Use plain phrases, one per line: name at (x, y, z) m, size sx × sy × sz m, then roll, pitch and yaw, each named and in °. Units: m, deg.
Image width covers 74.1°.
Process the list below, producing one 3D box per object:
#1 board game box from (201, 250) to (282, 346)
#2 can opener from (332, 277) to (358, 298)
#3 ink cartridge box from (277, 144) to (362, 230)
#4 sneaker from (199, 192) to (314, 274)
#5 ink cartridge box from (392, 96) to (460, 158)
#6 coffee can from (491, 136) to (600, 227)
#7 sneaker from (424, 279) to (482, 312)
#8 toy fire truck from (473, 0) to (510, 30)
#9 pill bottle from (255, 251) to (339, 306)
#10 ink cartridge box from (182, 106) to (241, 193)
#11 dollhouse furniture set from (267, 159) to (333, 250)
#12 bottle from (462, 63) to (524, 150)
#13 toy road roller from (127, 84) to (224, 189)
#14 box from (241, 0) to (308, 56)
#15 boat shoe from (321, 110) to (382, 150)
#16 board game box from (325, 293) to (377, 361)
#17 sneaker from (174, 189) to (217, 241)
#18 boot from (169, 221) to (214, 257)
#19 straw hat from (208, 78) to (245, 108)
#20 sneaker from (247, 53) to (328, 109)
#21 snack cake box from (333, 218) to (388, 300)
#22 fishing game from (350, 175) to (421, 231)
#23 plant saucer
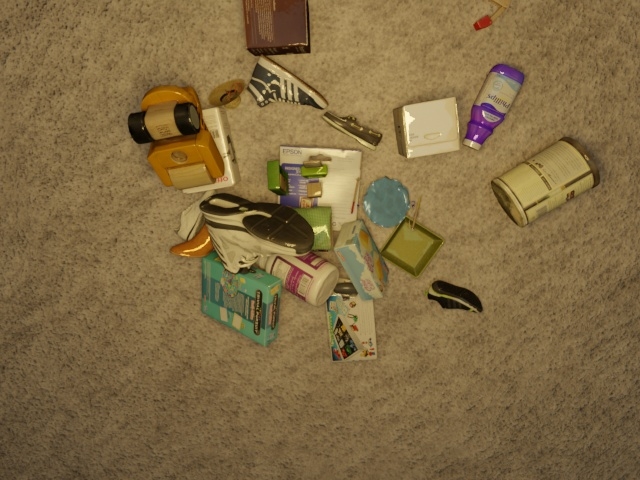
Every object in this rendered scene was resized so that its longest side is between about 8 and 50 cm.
board game box at (-0.306, 0.213, 1.604) m, size 0.336 × 0.079 × 0.254 m, roll 20°, pitch 116°, yaw 28°
can opener at (0.016, 0.162, 1.649) m, size 0.283 × 0.095 × 0.076 m, roll 10°, pitch 64°, yaw 4°
ink cartridge box at (-0.006, -0.193, 1.585) m, size 0.303 × 0.072 × 0.308 m, roll 5°, pitch 103°, yaw 2°
sneaker at (-0.202, 0.012, 1.432) m, size 0.447 × 0.169 × 0.258 m, roll 20°, pitch 133°, yaw 29°
ink cartridge box at (0.351, -0.380, 1.433) m, size 0.171 × 0.233 × 0.168 m, roll -10°, pitch 105°, yaw 4°
coffee can at (0.776, -0.201, 1.482) m, size 0.275 × 0.201 × 0.202 m, roll -31°, pitch 102°, yaw 10°
sneaker at (0.526, 0.234, 1.687) m, size 0.234 × 0.084 × 0.097 m, roll 25°, pitch 129°, yaw -4°
toy fire truck at (0.584, -0.807, 1.405) m, size 0.192 × 0.047 × 0.135 m, roll -29°, pitch 103°, yaw 8°
pill bottle at (-0.095, 0.104, 1.575) m, size 0.301 × 0.169 × 0.169 m, roll 29°, pitch 106°, yaw 23°
ink cartridge box at (-0.420, -0.324, 1.537) m, size 0.198 × 0.115 × 0.273 m, roll -9°, pitch 104°, yaw 5°
dollhouse furniture set at (-0.065, -0.114, 1.452) m, size 0.197 × 0.151 × 0.302 m, roll -3°, pitch 85°, yaw 6°
bottle at (0.589, -0.457, 1.476) m, size 0.118 × 0.092 × 0.283 m, roll 23°, pitch 105°, yaw -5°
toy road roller at (-0.455, -0.353, 1.397) m, size 0.202 × 0.241 × 0.330 m, roll -9°, pitch 140°, yaw 5°
box at (-0.140, -0.710, 1.394) m, size 0.203 × 0.168 × 0.167 m, roll -1°, pitch 105°, yaw 3°
boat shoe at (0.114, -0.405, 1.518) m, size 0.227 × 0.081 × 0.069 m, roll 28°, pitch 102°, yaw -13°
board game box at (0.125, 0.345, 1.730) m, size 0.192 × 0.053 × 0.306 m, roll -5°, pitch 105°, yaw 4°
sneaker at (-0.477, -0.104, 1.620) m, size 0.094 × 0.090 × 0.235 m, roll 34°, pitch 101°, yaw 9°
boot at (-0.410, -0.054, 1.575) m, size 0.295 × 0.104 × 0.211 m, roll -6°, pitch 116°, yaw -30°
straw hat at (-0.320, -0.503, 1.509) m, size 0.144 × 0.145 × 0.061 m, roll -20°, pitch 144°, yaw 7°
sneaker at (-0.121, -0.505, 1.488) m, size 0.282 × 0.099 × 0.153 m, roll 32°, pitch 109°, yaw -10°
snack cake box at (0.156, 0.075, 1.563) m, size 0.089 × 0.152 × 0.264 m, roll -14°, pitch 123°, yaw 27°
fishing game at (0.241, -0.141, 1.564) m, size 0.263 × 0.041 × 0.189 m, roll 11°, pitch 86°, yaw -13°
plant saucer at (0.348, 0.021, 1.639) m, size 0.188 × 0.045 × 0.188 m, roll 31°, pitch 105°, yaw -6°
